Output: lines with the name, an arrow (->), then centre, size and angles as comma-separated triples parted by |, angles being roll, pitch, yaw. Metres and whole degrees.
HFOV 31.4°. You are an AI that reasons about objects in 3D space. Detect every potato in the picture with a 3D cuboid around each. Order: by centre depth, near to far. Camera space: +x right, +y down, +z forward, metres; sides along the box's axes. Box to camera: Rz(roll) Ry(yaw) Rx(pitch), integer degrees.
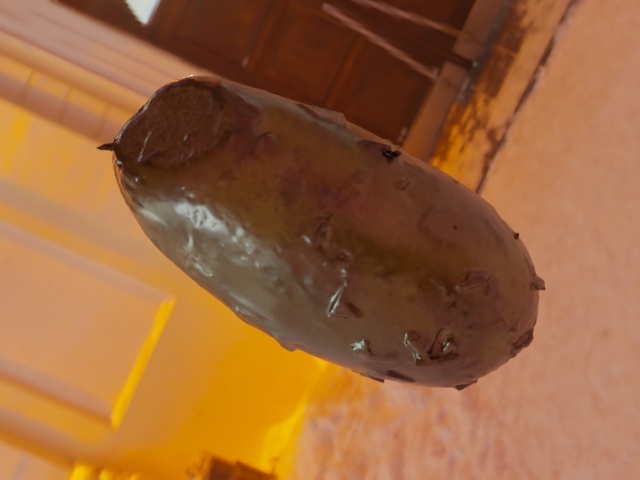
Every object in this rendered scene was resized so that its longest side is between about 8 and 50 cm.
potato -> 0.000, 0.000, 0.601 | 0.149, 0.251, 0.113 | -39, 31, 61
